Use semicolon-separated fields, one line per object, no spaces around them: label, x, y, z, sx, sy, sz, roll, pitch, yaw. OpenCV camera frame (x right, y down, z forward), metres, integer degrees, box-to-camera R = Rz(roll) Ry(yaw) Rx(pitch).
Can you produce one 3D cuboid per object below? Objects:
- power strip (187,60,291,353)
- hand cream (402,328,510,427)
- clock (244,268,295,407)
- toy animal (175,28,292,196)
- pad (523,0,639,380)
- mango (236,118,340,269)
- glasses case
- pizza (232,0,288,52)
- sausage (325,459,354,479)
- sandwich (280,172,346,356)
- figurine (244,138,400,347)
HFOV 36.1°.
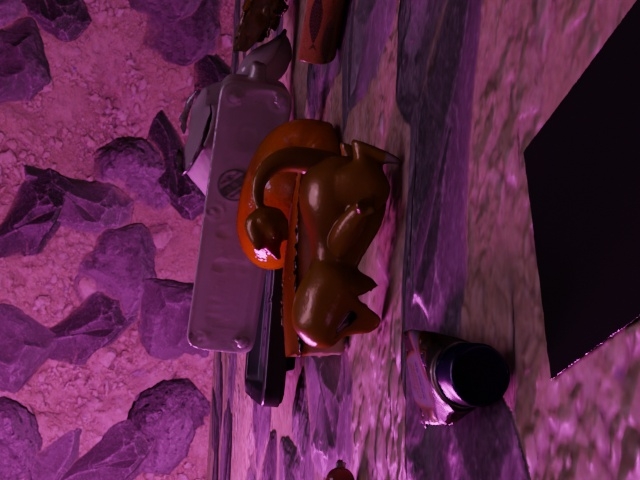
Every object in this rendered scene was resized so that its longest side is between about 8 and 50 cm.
power strip;-0.105;-0.039;1.254;0.062;0.091;0.385;-103;21;-68
hand cream;0.072;0.082;0.598;0.163;0.039;0.062;133;124;-79
clock;-0.064;0.083;1.363;0.273;0.049;0.279;158;116;-80
toy animal;-0.120;-0.173;1.472;0.208;0.154;0.325;-41;34;46
pad;0.126;-0.028;0.412;0.190;0.004;0.127;112;159;-64
mango;-0.043;-0.048;1.135;0.217;0.102;0.141;108;169;-49
glasses case;0.012;-0.280;1.076;0.064;0.041;0.170;-68;-8;-49
pizza;-0.077;-0.389;1.539;0.147;0.069;0.226;-57;16;37
sausage;0.014;0.309;0.873;0.029;0.029;0.223;138;135;-77
sandwich;-0.011;0.028;1.045;0.162;0.058;0.193;141;129;-78
figurine;-0.004;0.001;0.818;0.121;0.122;0.176;-177;91;-78
